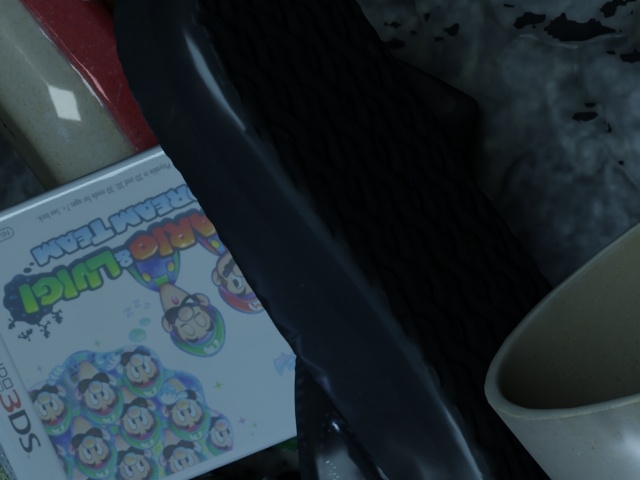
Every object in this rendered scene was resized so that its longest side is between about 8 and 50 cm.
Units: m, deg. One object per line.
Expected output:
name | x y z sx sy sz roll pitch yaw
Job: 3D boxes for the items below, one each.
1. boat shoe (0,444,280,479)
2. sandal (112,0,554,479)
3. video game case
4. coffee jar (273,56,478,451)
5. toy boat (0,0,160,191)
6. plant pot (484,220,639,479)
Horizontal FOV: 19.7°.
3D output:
boat shoe | -0.094 0.122 0.890 0.320 0.118 0.103 32 108 26
sandal | 0.043 0.076 0.775 0.107 0.167 0.446 -28 96 32
video game case | -0.079 0.038 0.814 0.157 0.019 0.143 -22 100 3
coffee jar | 0.000 0.000 0.862 0.096 0.079 0.184 26 101 17
toy boat | -0.110 -0.123 0.893 0.151 0.151 0.231 -37 76 -11
plant pot | 0.240 0.106 0.688 0.256 0.256 0.274 -29 98 22
